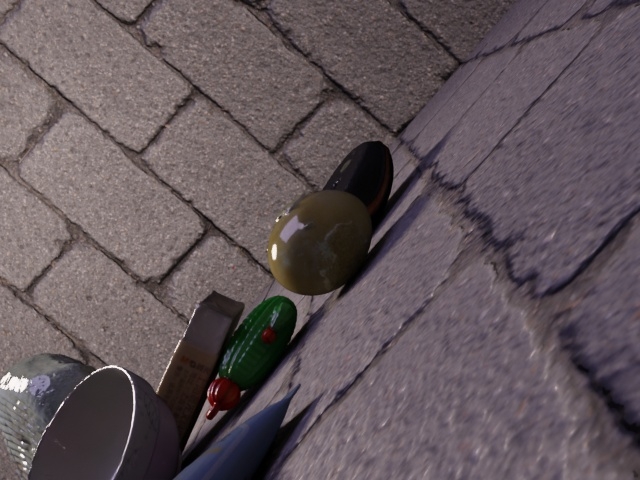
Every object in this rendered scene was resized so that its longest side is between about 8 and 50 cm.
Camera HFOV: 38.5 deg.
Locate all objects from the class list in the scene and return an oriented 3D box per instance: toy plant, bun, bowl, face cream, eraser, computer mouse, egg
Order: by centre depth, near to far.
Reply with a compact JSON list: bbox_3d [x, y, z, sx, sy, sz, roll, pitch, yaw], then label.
[{"bbox_3d":[-0.140,0.285,0.926,0.135,0.086,0.385,-46,0,39],"label":"face cream"},{"bbox_3d":[-0.320,0.351,1.419,0.287,0.143,0.287,-31,41,31],"label":"bowl"},{"bbox_3d":[0.003,0.003,1.507,0.201,0.164,0.164,-47,2,-31],"label":"egg"},{"bbox_3d":[-0.121,0.195,1.541,0.240,0.088,0.154,-54,6,-10],"label":"toy plant"},{"bbox_3d":[-0.236,0.260,1.580,0.144,0.078,0.343,-54,-11,-83],"label":"eraser"},{"bbox_3d":[-0.458,0.372,1.719,0.194,0.354,0.354,-26,-12,-38],"label":"bun"},{"bbox_3d":[0.060,-0.066,1.819,0.183,0.116,0.323,-41,16,56],"label":"computer mouse"}]
